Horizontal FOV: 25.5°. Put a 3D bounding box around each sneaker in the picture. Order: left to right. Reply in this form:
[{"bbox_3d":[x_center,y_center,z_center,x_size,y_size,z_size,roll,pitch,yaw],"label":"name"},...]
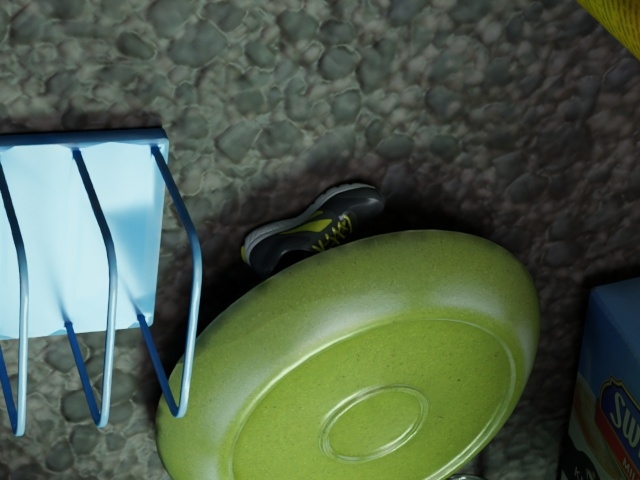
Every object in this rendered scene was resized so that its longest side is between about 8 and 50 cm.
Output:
[{"bbox_3d":[0.000,0.000,0.759,0.083,0.035,0.031,-28,131,-1],"label":"sneaker"}]

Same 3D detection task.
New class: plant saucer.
[{"bbox_3d":[0.026,0.094,0.814,0.241,0.037,0.241,-15,137,-14],"label":"plant saucer"}]

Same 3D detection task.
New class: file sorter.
[{"bbox_3d":[-0.149,0.026,0.672,0.170,0.104,0.118,-5,126,-20],"label":"file sorter"}]

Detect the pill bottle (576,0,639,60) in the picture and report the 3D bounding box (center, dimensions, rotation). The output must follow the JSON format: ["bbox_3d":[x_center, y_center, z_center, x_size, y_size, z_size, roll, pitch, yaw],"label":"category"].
[{"bbox_3d":[0.193,-0.122,0.612,0.136,0.245,0.136,-11,128,-15],"label":"pill bottle"}]

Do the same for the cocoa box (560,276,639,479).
[{"bbox_3d":[0.356,0.142,0.878,0.347,0.231,0.228,-12,131,-13],"label":"cocoa box"}]

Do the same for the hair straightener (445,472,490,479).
[{"bbox_3d":[0.033,0.236,0.937,0.089,0.047,0.230,29,112,-36],"label":"hair straightener"}]
